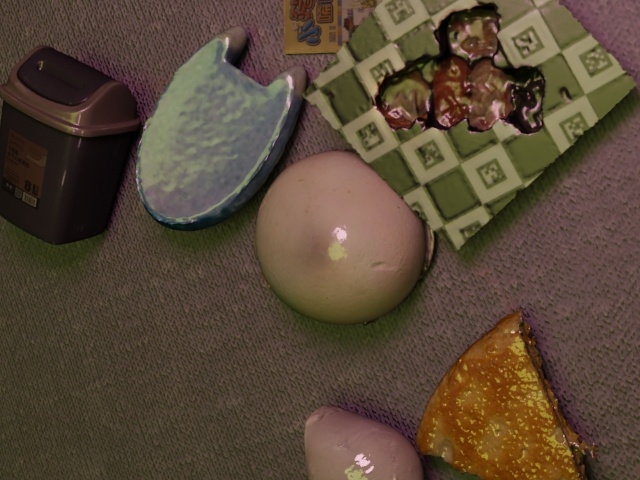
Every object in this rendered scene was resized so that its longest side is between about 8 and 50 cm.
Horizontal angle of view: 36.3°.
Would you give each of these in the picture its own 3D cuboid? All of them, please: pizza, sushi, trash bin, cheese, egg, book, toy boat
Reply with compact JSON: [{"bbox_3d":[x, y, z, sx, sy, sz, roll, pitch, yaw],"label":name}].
[{"bbox_3d":[0.276,0.282,1.356,0.287,0.075,0.280,49,121,17],"label":"pizza"},{"bbox_3d":[0.198,-0.210,1.323,0.320,0.069,0.339,46,114,7],"label":"sushi"},{"bbox_3d":[-0.427,-0.157,1.621,0.209,0.182,0.290,27,114,22],"label":"trash bin"},{"bbox_3d":[0.061,0.350,1.429,0.189,0.154,0.198,1,101,31],"label":"cheese"},{"bbox_3d":[0.002,-0.004,1.410,0.286,0.174,0.264,18,101,29],"label":"egg"},{"bbox_3d":[0.029,-0.361,1.440,0.192,0.013,0.168,4,99,29],"label":"book"},{"bbox_3d":[-0.156,-0.161,1.527,0.215,0.123,0.330,32,99,13],"label":"toy boat"}]

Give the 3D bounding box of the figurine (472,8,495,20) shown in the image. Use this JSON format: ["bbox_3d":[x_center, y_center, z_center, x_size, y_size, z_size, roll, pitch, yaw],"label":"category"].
[{"bbox_3d":[0.230,-0.361,1.308,0.083,0.083,0.187,15,118,26],"label":"figurine"}]
